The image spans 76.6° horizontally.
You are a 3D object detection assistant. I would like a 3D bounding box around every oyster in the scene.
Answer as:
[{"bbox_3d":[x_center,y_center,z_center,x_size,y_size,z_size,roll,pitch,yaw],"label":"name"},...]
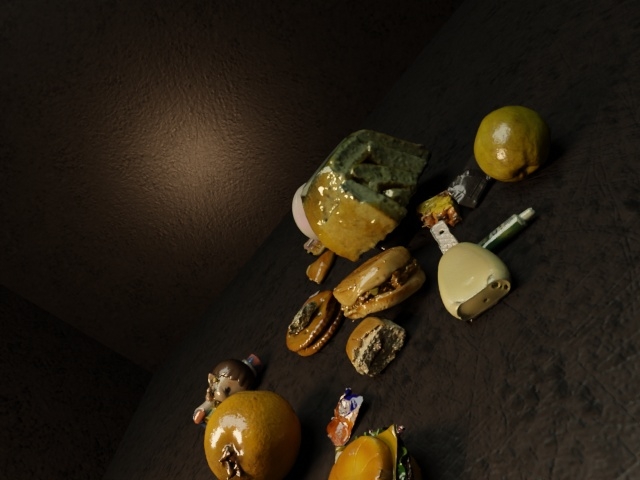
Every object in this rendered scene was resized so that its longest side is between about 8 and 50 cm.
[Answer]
[{"bbox_3d":[-0.052,0.230,1.165,0.098,0.037,0.100,-40,-19,-54],"label":"oyster"}]

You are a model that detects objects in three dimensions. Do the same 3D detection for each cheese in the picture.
[{"bbox_3d":[0.267,0.036,0.789,0.127,0.054,0.251,-44,28,21],"label":"cheese"}]

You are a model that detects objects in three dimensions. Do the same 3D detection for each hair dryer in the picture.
[{"bbox_3d":[0.197,-0.018,1.214,0.128,0.070,0.255,-54,8,-6],"label":"hair dryer"}]

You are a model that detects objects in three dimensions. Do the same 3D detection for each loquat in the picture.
[{"bbox_3d":[-0.145,0.429,0.879,0.208,0.208,0.208,-47,16,18],"label":"loquat"}]

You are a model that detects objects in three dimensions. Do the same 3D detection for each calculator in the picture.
[{"bbox_3d":[0.000,0.000,1.782,0.157,0.033,0.236,-52,17,-3],"label":"calculator"}]

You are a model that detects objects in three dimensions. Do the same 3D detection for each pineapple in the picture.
[{"bbox_3d":[0.308,-0.075,1.011,0.116,0.069,0.137,-49,23,-12],"label":"pineapple"}]

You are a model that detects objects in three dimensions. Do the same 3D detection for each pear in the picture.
[{"bbox_3d":[0.403,-0.200,0.853,0.149,0.149,0.162,-38,38,41],"label":"pear"}]

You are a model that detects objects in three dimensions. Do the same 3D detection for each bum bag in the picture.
[{"bbox_3d":[0.384,-0.161,0.983,0.087,0.049,0.197,29,77,33],"label":"bum bag"}]

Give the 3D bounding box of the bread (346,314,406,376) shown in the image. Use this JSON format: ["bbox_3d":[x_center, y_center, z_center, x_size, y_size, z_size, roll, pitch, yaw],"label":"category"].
[{"bbox_3d":[0.108,0.216,0.863,0.125,0.082,0.106,-55,20,-4],"label":"bread"}]

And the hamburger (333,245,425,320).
[{"bbox_3d":[0.136,0.099,0.945,0.214,0.108,0.214,-35,-2,-1],"label":"hamburger"}]

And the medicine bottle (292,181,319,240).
[{"bbox_3d":[0.067,-0.138,1.495,0.302,0.241,0.241,-18,36,49],"label":"medicine bottle"}]

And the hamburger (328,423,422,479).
[{"bbox_3d":[0.078,0.366,0.587,0.164,0.093,0.189,-38,19,48],"label":"hamburger"}]

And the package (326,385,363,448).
[{"bbox_3d":[0.048,0.355,0.820,0.077,0.033,0.110,20,86,50],"label":"package"}]

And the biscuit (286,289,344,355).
[{"bbox_3d":[-0.014,0.238,1.202,0.220,0.066,0.220,-46,16,18],"label":"biscuit"}]

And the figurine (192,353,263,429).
[{"bbox_3d":[-0.293,0.486,1.312,0.158,0.161,0.275,-9,41,35],"label":"figurine"}]

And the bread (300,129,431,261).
[{"bbox_3d":[0.120,-0.169,1.147,0.395,0.264,0.239,-58,1,-37],"label":"bread"}]

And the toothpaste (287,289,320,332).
[{"bbox_3d":[-0.056,0.246,1.366,0.067,0.043,0.194,-41,12,42],"label":"toothpaste"}]

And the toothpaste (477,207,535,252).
[{"bbox_3d":[0.330,0.009,0.794,0.204,0.031,0.049,-46,15,26],"label":"toothpaste"}]

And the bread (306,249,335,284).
[{"bbox_3d":[-0.007,0.114,1.499,0.154,0.054,0.136,-47,18,26],"label":"bread"}]
